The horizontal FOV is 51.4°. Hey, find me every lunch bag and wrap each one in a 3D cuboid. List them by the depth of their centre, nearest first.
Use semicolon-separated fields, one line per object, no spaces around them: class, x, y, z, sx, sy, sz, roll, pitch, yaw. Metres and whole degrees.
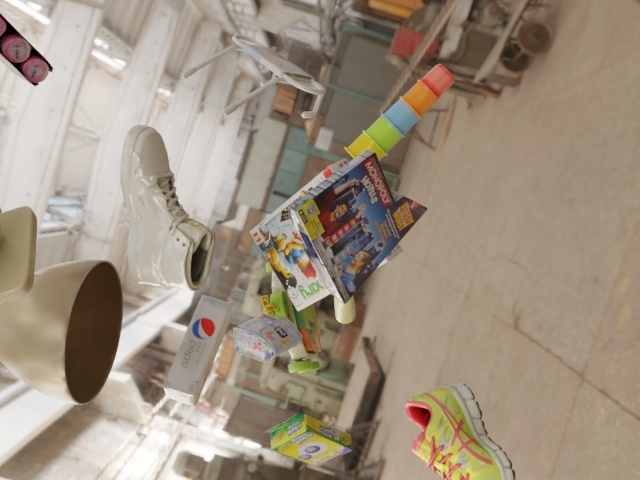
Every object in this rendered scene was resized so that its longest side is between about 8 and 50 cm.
lunch bag;-0.077;0.144;0.990;0.071;0.083;0.053;-20;-63;-49

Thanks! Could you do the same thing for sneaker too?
sneaker;0.157;0.258;0.785;0.208;0.094;0.082;-112;25;-58
sneaker;-0.257;-0.054;1.175;0.108;0.169;0.293;-25;-61;-55

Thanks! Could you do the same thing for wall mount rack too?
wall mount rack;-0.165;-0.414;1.716;0.304;0.350;0.131;-4;-54;-46

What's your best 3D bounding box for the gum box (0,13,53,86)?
gum box;-0.651;-0.408;1.373;0.062;0.107;0.188;-50;-35;-10

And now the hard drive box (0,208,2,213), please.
hard drive box;-0.846;-0.045;1.463;0.232;0.181;0.089;-27;-49;-33

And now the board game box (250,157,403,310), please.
board game box;0.000;0.000;1.251;0.053;0.193;0.305;-30;-3;-40

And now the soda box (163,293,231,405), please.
soda box;-0.252;0.227;1.386;0.074;0.069;0.216;103;-174;-59

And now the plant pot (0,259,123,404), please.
plant pot;-0.534;0.171;1.320;0.284;0.190;0.284;6;-90;-86

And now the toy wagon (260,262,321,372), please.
toy wagon;-0.066;0.178;1.584;0.344;0.068;0.267;53;-157;-76

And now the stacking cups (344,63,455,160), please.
stacking cups;0.199;-0.316;1.680;0.316;0.096;0.096;-47;5;8

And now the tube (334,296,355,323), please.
tube;0.067;0.157;1.869;0.240;0.070;0.062;81;-149;-57

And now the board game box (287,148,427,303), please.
board game box;0.061;-0.037;0.999;0.194;0.060;0.194;-38;-52;-15

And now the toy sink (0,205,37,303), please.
toy sink;-0.471;0.005;0.765;0.131;0.234;0.153;75;176;-47

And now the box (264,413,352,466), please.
box;-0.026;0.428;1.427;0.105;0.179;0.043;-35;40;25
